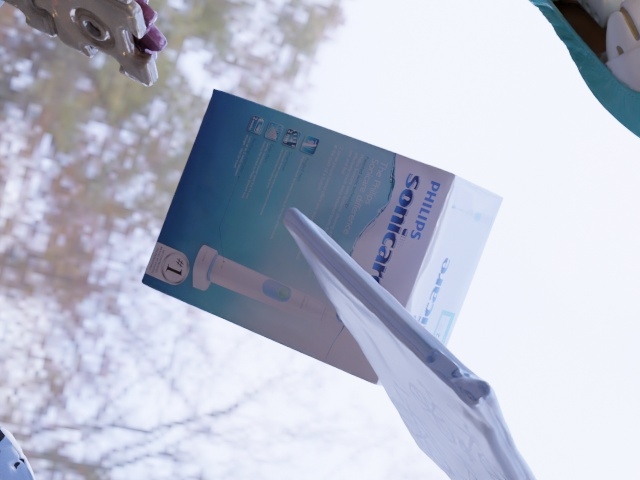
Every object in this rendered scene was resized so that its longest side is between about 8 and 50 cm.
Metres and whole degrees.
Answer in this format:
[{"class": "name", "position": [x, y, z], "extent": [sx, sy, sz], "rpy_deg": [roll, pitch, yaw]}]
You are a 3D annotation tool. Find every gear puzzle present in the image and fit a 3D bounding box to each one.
[{"class": "gear puzzle", "position": [-0.176, -0.236, 1.045], "extent": [0.175, 0.339, 0.044], "rpy_deg": [28, -117, 21]}]

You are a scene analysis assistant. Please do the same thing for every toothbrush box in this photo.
[{"class": "toothbrush box", "position": [0.000, 0.000, 1.799], "extent": [0.295, 0.126, 0.216], "rpy_deg": [20, -89, 30]}]

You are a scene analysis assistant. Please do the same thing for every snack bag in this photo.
[{"class": "snack bag", "position": [0.107, 0.141, 1.462], "extent": [0.037, 0.342, 0.323], "rpy_deg": [-37, -141, -7]}]

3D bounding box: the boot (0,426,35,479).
[{"class": "boot", "position": [-0.407, 0.316, 1.491], "extent": [0.284, 0.138, 0.377], "rpy_deg": [-13, -146, 17]}]

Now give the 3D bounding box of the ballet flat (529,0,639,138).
[{"class": "ballet flat", "position": [0.199, -0.150, 1.214], "extent": [0.083, 0.087, 0.247], "rpy_deg": [-33, -125, -4]}]
